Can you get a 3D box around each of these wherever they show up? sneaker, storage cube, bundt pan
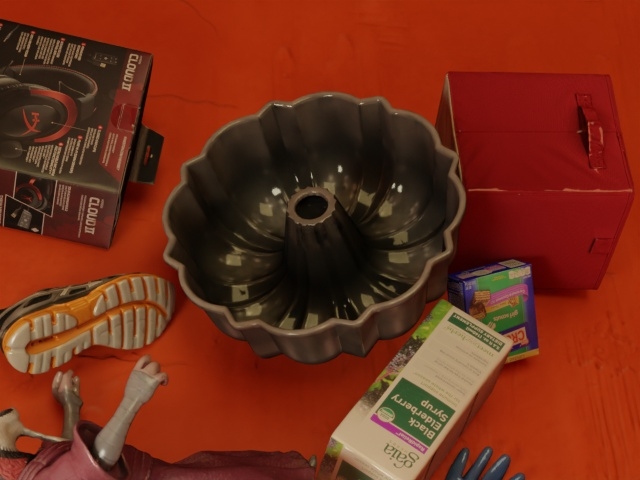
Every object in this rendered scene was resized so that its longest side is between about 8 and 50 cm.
[{"bbox_3d":[-0.249,0.074,1.686,0.215,0.084,0.083,-13,23,-37],"label":"sneaker"},{"bbox_3d":[0.233,-0.065,1.844,0.193,0.215,0.184,1,54,-7],"label":"storage cube"},{"bbox_3d":[0.000,0.000,1.738,0.330,0.124,0.331,-6,51,7],"label":"bundt pan"}]

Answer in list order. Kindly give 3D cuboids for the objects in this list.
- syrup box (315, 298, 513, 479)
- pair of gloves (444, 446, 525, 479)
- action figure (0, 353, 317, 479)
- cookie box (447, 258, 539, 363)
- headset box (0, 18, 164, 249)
[{"bbox_3d":[0.099,0.179,1.662,0.093,0.096,0.237,31,48,14],"label":"syrup box"},{"bbox_3d":[0.115,0.246,1.689,0.198,0.023,0.159,40,53,15],"label":"pair of gloves"},{"bbox_3d":[-0.186,0.255,1.529,0.370,0.248,0.276,10,79,-9],"label":"action figure"},{"bbox_3d":[0.192,0.083,1.783,0.091,0.107,0.040,-14,16,-24],"label":"cookie box"},{"bbox_3d":[-0.323,-0.126,1.793,0.293,0.110,0.218,12,52,-6],"label":"headset box"}]
